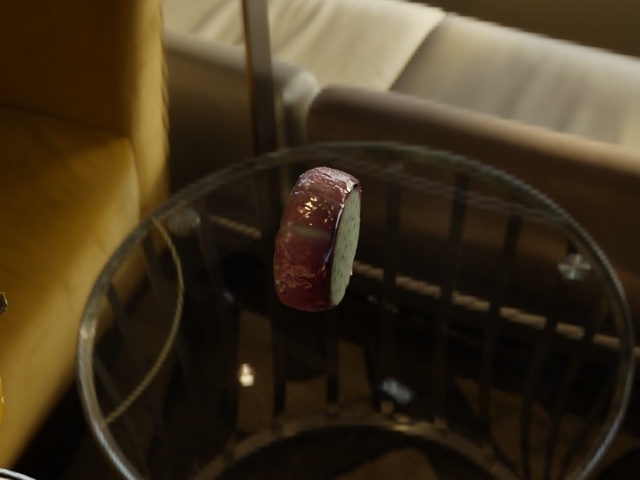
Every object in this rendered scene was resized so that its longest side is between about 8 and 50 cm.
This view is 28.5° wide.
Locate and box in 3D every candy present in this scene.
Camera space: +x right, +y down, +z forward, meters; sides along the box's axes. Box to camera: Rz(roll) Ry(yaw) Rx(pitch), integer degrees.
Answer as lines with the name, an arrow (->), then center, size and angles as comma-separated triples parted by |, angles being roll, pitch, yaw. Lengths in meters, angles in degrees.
candy -> 0.000, 0.000, 0.883 | 0.043, 0.103, 0.103 | 11, 46, 13

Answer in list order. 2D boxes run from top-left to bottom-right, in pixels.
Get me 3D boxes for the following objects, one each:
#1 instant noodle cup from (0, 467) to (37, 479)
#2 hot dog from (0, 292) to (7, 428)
instant noodle cup -> -0.253, 0.267, 0.915 | 0.208, 0.125, 0.177 | 33, 23, 13
hot dog -> -0.242, 0.030, 0.742 | 0.076, 0.104, 0.250 | 13, 37, -46
